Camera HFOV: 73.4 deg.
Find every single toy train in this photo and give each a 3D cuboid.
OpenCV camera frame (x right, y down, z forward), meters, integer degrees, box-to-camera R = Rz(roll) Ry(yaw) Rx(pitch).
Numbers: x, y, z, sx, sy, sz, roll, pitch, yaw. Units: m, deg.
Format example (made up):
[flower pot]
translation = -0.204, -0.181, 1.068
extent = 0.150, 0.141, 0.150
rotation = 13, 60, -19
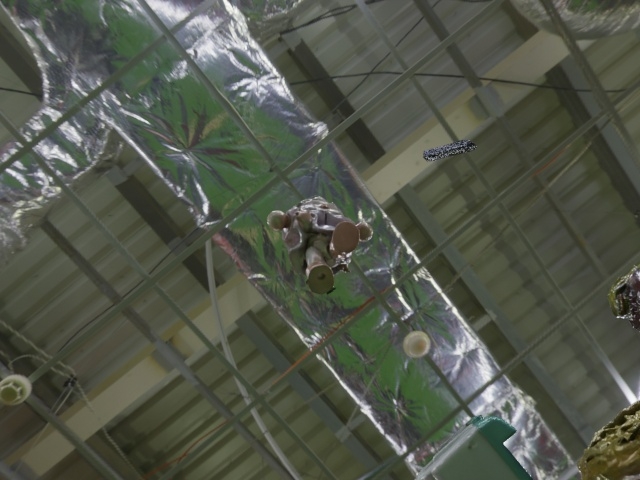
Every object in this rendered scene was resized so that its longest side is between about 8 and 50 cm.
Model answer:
[toy train]
translation = 0.202, -0.142, 0.671
extent = 0.017, 0.083, 0.017
rotation = 32, -120, -43

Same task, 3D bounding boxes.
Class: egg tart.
[egg tart]
translation = 0.445, 0.236, 0.528
extent = 0.288, 0.288, 0.118
rotation = -41, -121, -1

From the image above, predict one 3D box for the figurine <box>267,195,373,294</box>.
[figurine]
translation = 0.000, 0.000, 0.784
extent = 0.201, 0.276, 0.132
rotation = 7, -75, -10

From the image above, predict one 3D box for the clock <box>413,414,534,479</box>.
[clock]
translation = 0.205, 0.302, 0.429
extent = 0.116, 0.262, 0.231
rotation = -39, -117, -1

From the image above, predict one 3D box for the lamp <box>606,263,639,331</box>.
[lamp]
translation = 0.697, 0.132, 0.912
extent = 0.135, 0.157, 0.156
rotation = -6, -83, 11
